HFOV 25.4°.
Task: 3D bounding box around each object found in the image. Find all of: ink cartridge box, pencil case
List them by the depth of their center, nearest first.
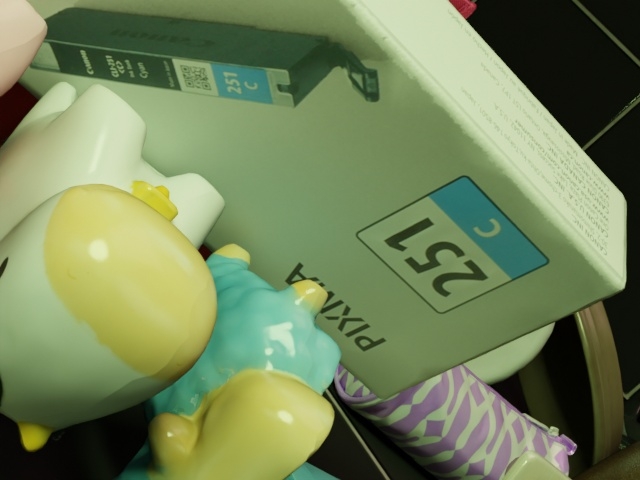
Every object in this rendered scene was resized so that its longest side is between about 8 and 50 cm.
[{"bbox_3d":[-0.057,-0.037,0.616,0.296,0.261,0.066,43,38,-26],"label":"ink cartridge box"},{"bbox_3d":[0.100,0.128,1.016,0.206,0.088,0.086,41,9,-34],"label":"pencil case"}]

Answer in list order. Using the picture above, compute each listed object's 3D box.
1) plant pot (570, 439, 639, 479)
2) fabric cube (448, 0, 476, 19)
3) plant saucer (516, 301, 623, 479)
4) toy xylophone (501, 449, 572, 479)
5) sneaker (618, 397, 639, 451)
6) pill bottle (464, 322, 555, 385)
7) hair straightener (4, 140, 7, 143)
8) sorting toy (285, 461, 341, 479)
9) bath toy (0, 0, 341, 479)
[{"bbox_3d":[0.345,0.239,1.234,0.215,0.230,0.215,47,9,-10],"label":"plant pot"},{"bbox_3d":[-0.070,-0.214,1.136,0.258,0.259,0.254,45,8,-16],"label":"fabric cube"},{"bbox_3d":[0.246,0.112,1.451,0.278,0.041,0.278,168,-90,-82],"label":"plant saucer"},{"bbox_3d":[0.177,0.260,0.837,0.236,0.081,0.322,37,14,-49],"label":"toy xylophone"},{"bbox_3d":[0.357,0.263,1.521,0.107,0.124,0.283,42,11,-29],"label":"sneaker"},{"bbox_3d":[0.125,0.020,1.336,0.169,0.169,0.301,47,9,-6],"label":"pill bottle"},{"bbox_3d":[-0.147,-0.060,0.789,0.230,0.047,0.089,43,10,-27],"label":"hair straightener"},{"bbox_3d":[0.038,0.178,0.672,0.208,0.038,0.193,40,11,-40],"label":"sorting toy"},{"bbox_3d":[-0.142,-0.034,0.470,0.348,0.129,0.151,45,-12,-24],"label":"bath toy"}]
